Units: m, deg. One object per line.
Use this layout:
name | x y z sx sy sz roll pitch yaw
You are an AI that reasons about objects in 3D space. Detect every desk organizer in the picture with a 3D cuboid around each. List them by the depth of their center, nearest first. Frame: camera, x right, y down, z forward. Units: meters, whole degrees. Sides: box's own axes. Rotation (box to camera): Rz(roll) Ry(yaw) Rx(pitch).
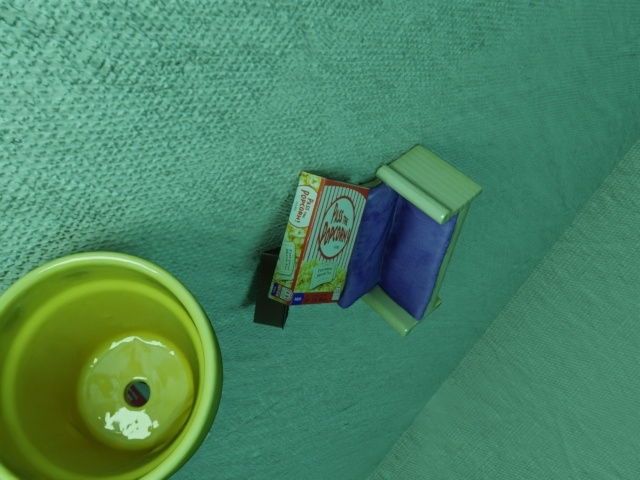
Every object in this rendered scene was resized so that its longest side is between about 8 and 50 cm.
desk organizer | -0.072 0.072 1.140 0.047 0.050 0.130 -73 173 -66

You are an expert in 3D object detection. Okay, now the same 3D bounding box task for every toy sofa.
toy sofa | 0.149 0.022 1.315 0.177 0.150 0.362 -35 152 -30

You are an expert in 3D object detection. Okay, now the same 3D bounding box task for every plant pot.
plant pot | -0.230 0.163 0.815 0.254 0.254 0.239 -43 169 -12

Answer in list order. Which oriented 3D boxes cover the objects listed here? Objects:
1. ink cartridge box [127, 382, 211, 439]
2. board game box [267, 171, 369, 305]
ink cartridge box | -0.305 0.337 1.077 0.237 0.100 0.172 -47 155 -5
board game box | 0.000 0.000 1.096 0.147 0.045 0.193 3 104 -59
